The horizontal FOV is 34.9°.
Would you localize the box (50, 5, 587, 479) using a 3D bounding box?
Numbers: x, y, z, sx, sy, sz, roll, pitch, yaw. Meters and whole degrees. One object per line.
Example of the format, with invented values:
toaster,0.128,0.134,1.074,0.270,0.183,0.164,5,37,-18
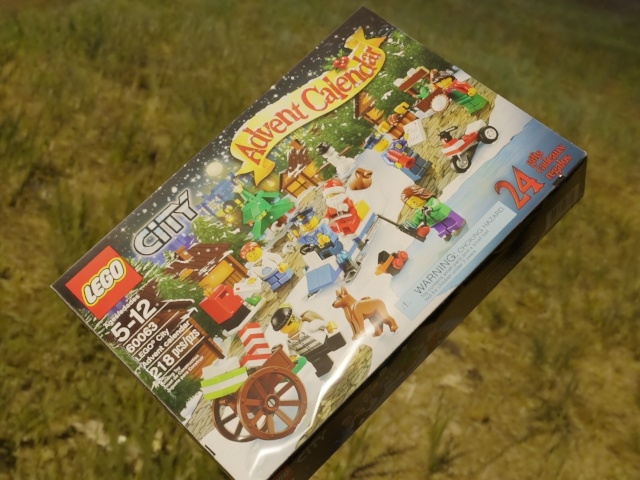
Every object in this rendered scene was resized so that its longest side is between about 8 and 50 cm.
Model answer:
box,0.000,0.000,0.526,0.159,0.233,0.044,39,-14,26
